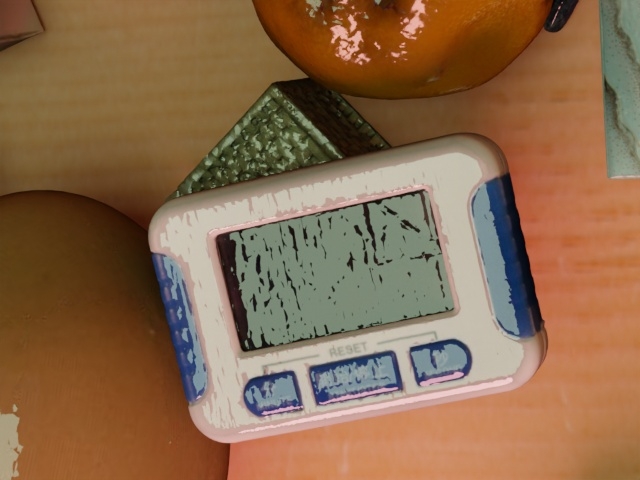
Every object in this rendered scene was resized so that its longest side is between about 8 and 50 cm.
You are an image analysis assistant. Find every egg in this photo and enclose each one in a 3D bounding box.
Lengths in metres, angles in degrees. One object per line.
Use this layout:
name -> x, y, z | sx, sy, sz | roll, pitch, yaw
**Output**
egg -> -0.217, 0.148, 1.463 | 0.301, 0.301, 0.373 | 7, 93, 17

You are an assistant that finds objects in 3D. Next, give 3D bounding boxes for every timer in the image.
timer -> 0.020, 0.032, 1.345 | 0.253, 0.078, 0.178 | -11, 94, 17

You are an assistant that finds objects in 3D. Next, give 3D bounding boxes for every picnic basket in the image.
picnic basket -> 0.000, 0.000, 1.455 | 0.196, 0.134, 0.154 | 46, 106, 5

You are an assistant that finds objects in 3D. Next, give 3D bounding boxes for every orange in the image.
orange -> 0.042, -0.214, 1.367 | 0.249, 0.183, 0.249 | 5, 101, 29

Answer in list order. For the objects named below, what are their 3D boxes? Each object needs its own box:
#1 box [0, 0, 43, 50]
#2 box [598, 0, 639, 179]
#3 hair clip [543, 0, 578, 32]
box -> -0.367, -0.235, 1.543 | 0.203, 0.106, 0.251 | -23, 91, 19
box -> 0.308, -0.125, 1.341 | 0.229, 0.041, 0.162 | 0, 98, 19
hair clip -> 0.192, -0.279, 1.381 | 0.083, 0.048, 0.275 | 15, 107, 30
